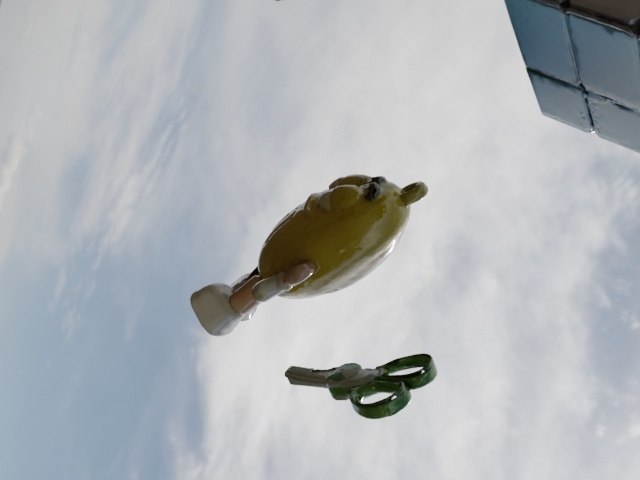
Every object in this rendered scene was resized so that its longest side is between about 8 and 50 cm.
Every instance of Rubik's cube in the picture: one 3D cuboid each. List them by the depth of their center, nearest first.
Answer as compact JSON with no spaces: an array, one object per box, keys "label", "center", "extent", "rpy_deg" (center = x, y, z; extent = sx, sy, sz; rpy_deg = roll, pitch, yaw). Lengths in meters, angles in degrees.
[{"label":"Rubik's cube","center":[0.348,-0.230,0.783],"extent":[0.224,0.231,0.221],"rpy_deg":[32,-99,36]}]

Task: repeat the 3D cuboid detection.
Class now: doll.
[{"label":"doll","center":[-0.028,0.023,1.371],"extent":[0.423,0.161,0.348],"rpy_deg":[-38,-170,-4]}]

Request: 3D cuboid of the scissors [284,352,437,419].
[{"label":"scissors","center":[0.029,0.154,0.868],"extent":[0.204,0.101,0.027],"rpy_deg":[-7,-72,48]}]
